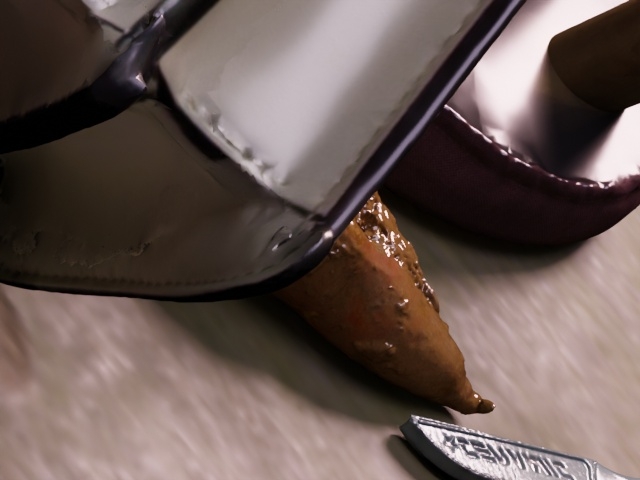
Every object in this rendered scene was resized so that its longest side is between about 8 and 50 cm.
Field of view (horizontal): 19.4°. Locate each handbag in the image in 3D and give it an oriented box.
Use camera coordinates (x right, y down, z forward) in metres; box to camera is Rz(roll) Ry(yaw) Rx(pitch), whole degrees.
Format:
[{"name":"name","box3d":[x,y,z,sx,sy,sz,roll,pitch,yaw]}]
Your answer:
[{"name":"handbag","box3d":[-0.004,-0.156,0.597,0.160,0.237,0.358,47,68,-16]}]

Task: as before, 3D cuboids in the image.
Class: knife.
[{"name":"knife","box3d":[0.118,0.104,0.790,0.210,0.015,0.028,15,55,-34]}]

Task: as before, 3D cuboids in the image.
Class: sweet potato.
[{"name":"sweet potato","box3d":[0.000,0.000,0.734,0.068,0.060,0.206,-47,106,-19]}]

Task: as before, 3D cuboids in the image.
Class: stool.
[{"name":"stool","box3d":[0.101,-0.150,0.863,0.272,0.178,0.272,24,44,-26]}]
